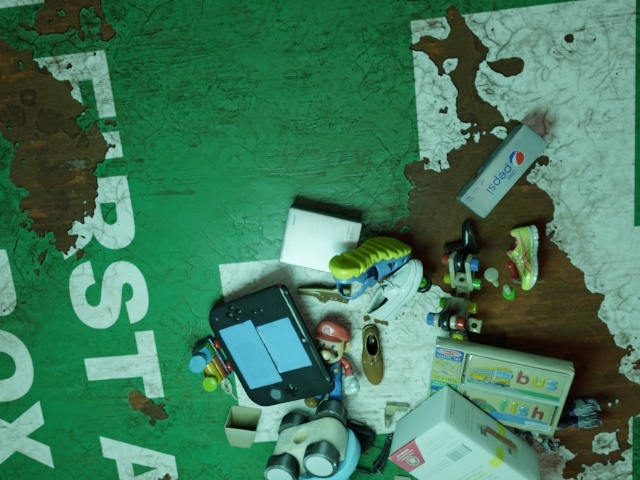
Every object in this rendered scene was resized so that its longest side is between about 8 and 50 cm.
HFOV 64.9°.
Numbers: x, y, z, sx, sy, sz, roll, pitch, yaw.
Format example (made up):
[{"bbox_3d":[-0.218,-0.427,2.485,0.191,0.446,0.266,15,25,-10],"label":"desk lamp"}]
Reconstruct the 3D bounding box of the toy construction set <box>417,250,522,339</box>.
[{"bbox_3d":[0.472,0.177,1.564,0.308,0.258,0.237,-20,144,22],"label":"toy construction set"}]

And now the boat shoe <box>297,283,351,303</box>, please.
[{"bbox_3d":[0.011,0.178,1.643,0.177,0.064,0.060,3,99,0],"label":"boat shoe"}]

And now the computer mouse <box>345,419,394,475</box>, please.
[{"bbox_3d":[0.120,0.710,1.745,0.261,0.060,0.184,16,105,-6],"label":"computer mouse"}]

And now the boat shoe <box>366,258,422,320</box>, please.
[{"bbox_3d":[0.227,0.158,1.571,0.084,0.095,0.258,12,124,-23],"label":"boat shoe"}]

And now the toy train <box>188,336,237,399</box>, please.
[{"bbox_3d":[-0.347,0.458,1.673,0.105,0.143,0.248,-26,98,8],"label":"toy train"}]

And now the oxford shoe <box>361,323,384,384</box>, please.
[{"bbox_3d":[0.170,0.391,1.670,0.075,0.076,0.213,-9,102,3],"label":"oxford shoe"}]

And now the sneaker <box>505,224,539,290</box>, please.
[{"bbox_3d":[0.633,0.055,1.587,0.094,0.081,0.209,-1,94,10],"label":"sneaker"}]

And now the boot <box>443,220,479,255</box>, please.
[{"bbox_3d":[0.442,0.010,1.601,0.099,0.045,0.121,-20,99,10],"label":"boot"}]

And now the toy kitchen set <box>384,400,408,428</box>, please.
[{"bbox_3d":[0.257,0.602,1.707,0.075,0.068,0.084,3,101,2],"label":"toy kitchen set"}]

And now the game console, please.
[{"bbox_3d":[-0.167,0.348,1.619,0.341,0.060,0.387,-21,100,34],"label":"game console"}]

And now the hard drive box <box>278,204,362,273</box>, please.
[{"bbox_3d":[0.000,0.000,1.597,0.231,0.089,0.181,13,101,0],"label":"hard drive box"}]

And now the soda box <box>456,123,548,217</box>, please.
[{"bbox_3d":[0.546,-0.210,1.529,0.098,0.091,0.286,38,100,-3],"label":"soda box"}]

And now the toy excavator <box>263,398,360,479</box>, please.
[{"bbox_3d":[-0.019,0.802,1.657,0.432,0.222,0.445,-25,109,22],"label":"toy excavator"}]

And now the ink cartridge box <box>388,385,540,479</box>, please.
[{"bbox_3d":[0.462,0.694,1.626,0.384,0.160,0.279,37,123,-4],"label":"ink cartridge box"}]

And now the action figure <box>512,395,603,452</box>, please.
[{"bbox_3d":[0.772,0.597,1.667,0.284,0.099,0.186,-19,104,9],"label":"action figure"}]

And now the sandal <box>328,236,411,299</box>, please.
[{"bbox_3d":[0.151,0.083,1.540,0.317,0.126,0.138,-18,124,-32],"label":"sandal"}]

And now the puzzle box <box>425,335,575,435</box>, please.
[{"bbox_3d":[0.552,0.459,1.591,0.408,0.052,0.272,9,119,14],"label":"puzzle box"}]

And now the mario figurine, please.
[{"bbox_3d":[0.016,0.412,1.628,0.197,0.170,0.321,-3,108,-22],"label":"mario figurine"}]

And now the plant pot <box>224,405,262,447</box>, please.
[{"bbox_3d":[-0.267,0.648,1.729,0.108,0.109,0.097,8,113,1],"label":"plant pot"}]

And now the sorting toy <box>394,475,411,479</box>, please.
[{"bbox_3d":[0.275,0.858,1.782,0.083,0.012,0.062,9,106,-2],"label":"sorting toy"}]
